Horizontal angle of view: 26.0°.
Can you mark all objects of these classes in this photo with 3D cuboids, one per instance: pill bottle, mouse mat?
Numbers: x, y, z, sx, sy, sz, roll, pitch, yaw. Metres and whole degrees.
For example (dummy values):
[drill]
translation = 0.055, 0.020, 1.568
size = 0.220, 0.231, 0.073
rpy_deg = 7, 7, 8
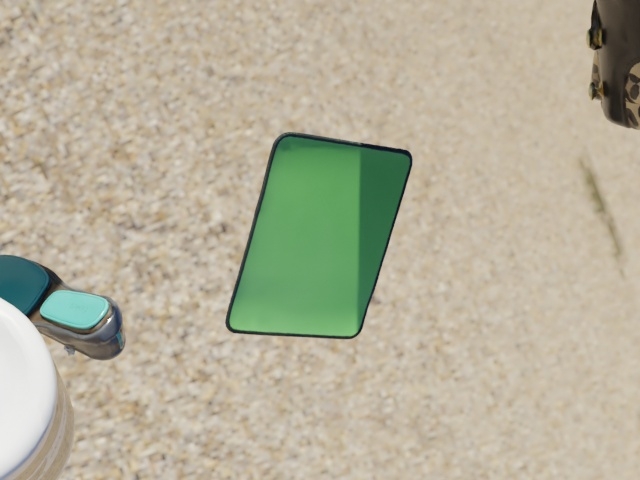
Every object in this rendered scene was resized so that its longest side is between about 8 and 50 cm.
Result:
[pill bottle]
translation = -0.231, 0.120, 0.917
size = 0.229, 0.131, 0.131
rpy_deg = 107, -30, -72
[mouse mat]
translation = 0.000, 0.000, 1.242
size = 0.153, 0.189, 0.007
rpy_deg = 6, 18, -35

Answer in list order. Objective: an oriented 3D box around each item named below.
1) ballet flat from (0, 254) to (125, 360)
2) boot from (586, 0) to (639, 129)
[ballet flat]
translation = -0.263, 0.072, 1.372
size = 0.074, 0.203, 0.074
rpy_deg = -21, 119, -44
[boot]
translation = 0.206, -0.237, 1.010
size = 0.138, 0.377, 0.284
rpy_deg = -30, 121, -36
